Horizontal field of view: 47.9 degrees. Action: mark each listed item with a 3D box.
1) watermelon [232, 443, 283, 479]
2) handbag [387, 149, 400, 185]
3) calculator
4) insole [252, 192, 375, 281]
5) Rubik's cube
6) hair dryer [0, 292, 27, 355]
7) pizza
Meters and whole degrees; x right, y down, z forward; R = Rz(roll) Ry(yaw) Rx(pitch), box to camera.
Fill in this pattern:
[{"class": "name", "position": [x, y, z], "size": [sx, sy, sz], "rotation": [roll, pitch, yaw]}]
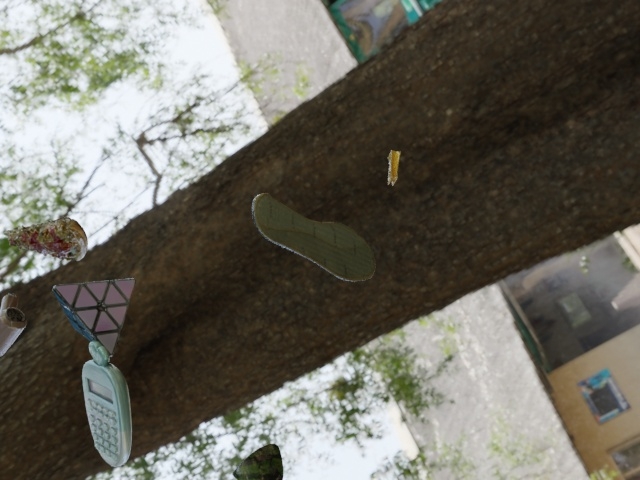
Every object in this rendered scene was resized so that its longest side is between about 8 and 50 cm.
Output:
[{"class": "watermelon", "position": [-0.138, 0.552, 1.726], "size": [0.125, 0.094, 0.135], "rotation": [37, -124, -4]}, {"class": "handbag", "position": [0.196, -0.197, 1.949], "size": [0.061, 0.027, 0.083], "rotation": [105, 173, -71]}, {"class": "calculator", "position": [-0.488, 0.373, 1.646], "size": [0.042, 0.184, 0.295], "rotation": [-12, -76, -41]}, {"class": "insole", "position": [0.000, 0.000, 1.312], "size": [0.348, 0.009, 0.119], "rotation": [25, -128, -45]}, {"class": "Rubik's cube", "position": [-0.556, 0.132, 1.730], "size": [0.211, 0.190, 0.178], "rotation": [16, 156, 43]}, {"class": "hair dryer", "position": [-0.730, 0.174, 1.676], "size": [0.064, 0.117, 0.182], "rotation": [32, -159, -31]}, {"class": "pizza", "position": [-0.671, 0.003, 1.751], "size": [0.188, 0.199, 0.062], "rotation": [103, 167, -59]}]
